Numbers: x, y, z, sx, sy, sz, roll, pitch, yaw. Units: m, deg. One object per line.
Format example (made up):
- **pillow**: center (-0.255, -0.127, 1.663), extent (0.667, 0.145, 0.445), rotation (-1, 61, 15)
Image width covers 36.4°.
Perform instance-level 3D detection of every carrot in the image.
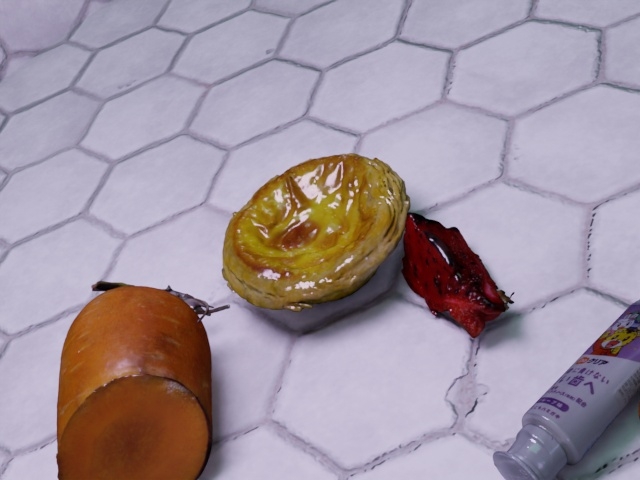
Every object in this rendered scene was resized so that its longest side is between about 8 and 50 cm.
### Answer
- **carrot**: center (-0.231, 0.160, 1.238), extent (0.214, 0.193, 0.331), rotation (-58, 24, 26)

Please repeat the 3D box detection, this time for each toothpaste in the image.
- **toothpaste**: center (0.307, 0.154, 1.064), extent (0.299, 0.073, 0.114), rotation (-41, 13, -23)

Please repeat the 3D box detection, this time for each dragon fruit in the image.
- **dragon fruit**: center (0.183, 0.036, 1.235), extent (0.092, 0.123, 0.192), rotation (-16, 34, -16)

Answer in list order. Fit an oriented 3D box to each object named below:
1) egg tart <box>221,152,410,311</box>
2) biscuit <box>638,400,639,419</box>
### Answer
- **egg tart**: center (0.000, 0.000, 1.371), extent (0.294, 0.116, 0.295), rotation (-13, 42, 12)
- **biscuit**: center (0.430, 0.141, 0.971), extent (0.186, 0.036, 0.192), rotation (29, 95, 41)
